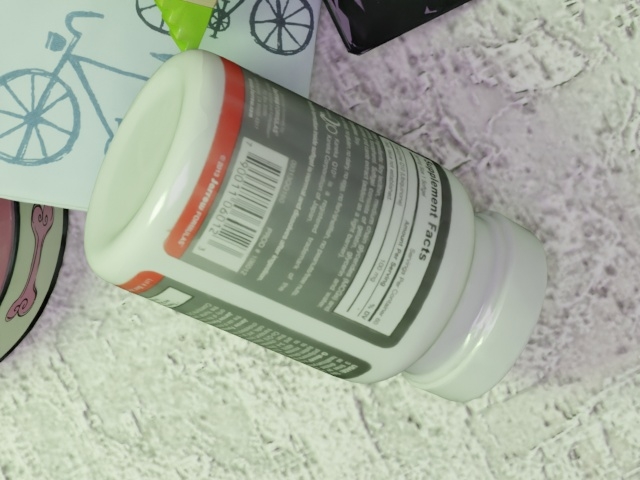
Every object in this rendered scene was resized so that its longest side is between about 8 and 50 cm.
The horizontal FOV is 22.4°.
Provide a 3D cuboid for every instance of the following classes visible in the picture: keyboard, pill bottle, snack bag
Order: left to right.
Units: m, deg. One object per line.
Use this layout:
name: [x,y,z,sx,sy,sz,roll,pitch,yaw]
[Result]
snack bag: [-0.154,-0.187,1.438,0.323,0.037,0.343,8,93,-22]
pill bottle: [0.000,0.000,1.389,0.363,0.210,0.210,25,100,-23]
keyboard: [0.085,-0.254,1.472,0.180,0.023,0.108,-27,102,-3]

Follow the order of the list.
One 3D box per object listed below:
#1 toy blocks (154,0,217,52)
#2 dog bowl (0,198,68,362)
toy blocks: [-0.160,-0.358,1.266,0.261,0.191,0.381,11,117,-29]
dog bowl: [-0.450,-0.028,1.502,0.408,0.150,0.408,1,98,4]
